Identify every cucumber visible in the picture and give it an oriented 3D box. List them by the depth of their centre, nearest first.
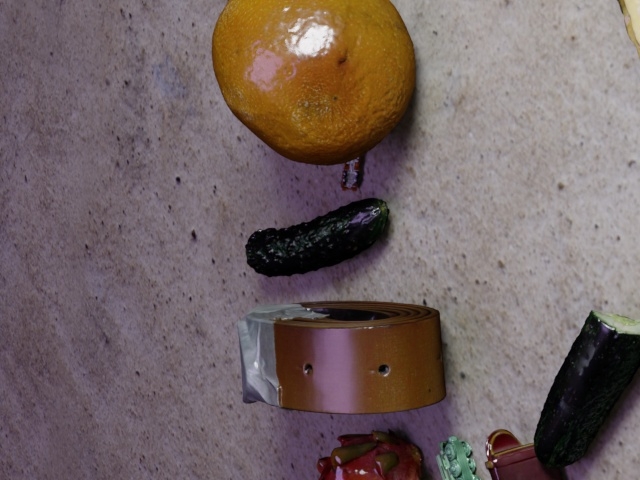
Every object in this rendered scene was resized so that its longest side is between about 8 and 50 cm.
[{"bbox_3d":[0.288,0.166,1.555,0.074,0.074,0.241,54,139,35],"label":"cucumber"},{"bbox_3d":[0.000,0.000,1.946,0.303,0.072,0.081,-14,85,56],"label":"cucumber"}]

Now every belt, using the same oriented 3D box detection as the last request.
[{"bbox_3d":[0.021,0.148,1.816,0.338,0.217,0.122,2,98,58],"label":"belt"}]

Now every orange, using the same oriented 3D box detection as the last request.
[{"bbox_3d":[-0.012,-0.221,1.762,0.264,0.264,0.264,17,111,54],"label":"orange"}]

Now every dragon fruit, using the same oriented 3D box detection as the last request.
[{"bbox_3d":[0.043,0.330,1.903,0.150,0.207,0.133,55,-161,-57],"label":"dragon fruit"}]

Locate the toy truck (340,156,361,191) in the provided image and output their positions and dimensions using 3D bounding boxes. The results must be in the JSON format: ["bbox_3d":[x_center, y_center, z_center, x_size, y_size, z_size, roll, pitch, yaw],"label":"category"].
[{"bbox_3d":[0.042,-0.108,1.903,0.032,0.024,0.083,-100,14,-64],"label":"toy truck"}]

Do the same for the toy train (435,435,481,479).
[{"bbox_3d":[0.171,0.289,1.790,0.053,0.033,0.083,-39,64,56],"label":"toy train"}]

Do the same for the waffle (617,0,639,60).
[{"bbox_3d":[0.411,-0.276,1.236,0.376,0.114,0.261,-28,73,55],"label":"waffle"}]

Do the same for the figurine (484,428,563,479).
[{"bbox_3d":[0.236,0.296,1.671,0.098,0.082,0.154,123,132,-70],"label":"figurine"}]
